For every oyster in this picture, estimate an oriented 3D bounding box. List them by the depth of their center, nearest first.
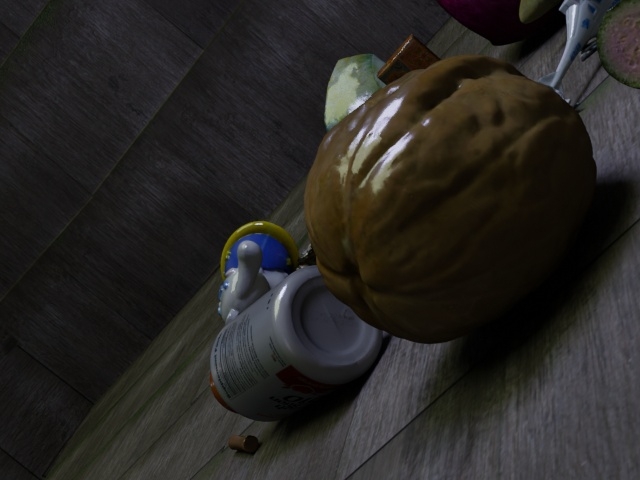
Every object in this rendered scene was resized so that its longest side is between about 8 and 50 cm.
[{"bbox_3d":[-0.003,0.009,2.314,0.148,0.051,0.103,-51,-10,-13],"label":"oyster"}]

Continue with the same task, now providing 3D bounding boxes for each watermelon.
[{"bbox_3d":[0.111,-0.205,2.274,0.193,0.232,0.310,-39,58,43],"label":"watermelon"}]

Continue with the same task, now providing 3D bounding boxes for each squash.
[{"bbox_3d":[0.377,-0.228,1.291,0.105,0.105,0.132,-45,-9,29],"label":"squash"}]

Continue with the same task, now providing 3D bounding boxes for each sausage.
[{"bbox_3d":[-0.115,0.298,1.691,0.026,0.026,0.116,-52,8,-17],"label":"sausage"}]

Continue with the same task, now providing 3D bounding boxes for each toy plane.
[{"bbox_3d":[0.352,-0.286,1.573,0.273,0.107,0.182,-55,4,-8],"label":"toy plane"}]

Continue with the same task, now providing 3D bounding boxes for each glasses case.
[{"bbox_3d":[0.183,-0.185,1.599,0.075,0.218,0.049,-47,9,15],"label":"glasses case"}]

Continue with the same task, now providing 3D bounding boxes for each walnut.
[{"bbox_3d":[0.130,-0.050,1.159,0.313,0.252,0.277,-43,4,-28],"label":"walnut"}]

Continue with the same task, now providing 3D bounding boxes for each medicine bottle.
[{"bbox_3d":[-0.050,0.151,1.539,0.157,0.157,0.289,-55,9,-35],"label":"medicine bottle"}]

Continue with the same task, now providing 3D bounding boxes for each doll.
[{"bbox_3d":[-0.131,0.112,2.320,0.242,0.160,0.311,-105,31,-65],"label":"doll"}]

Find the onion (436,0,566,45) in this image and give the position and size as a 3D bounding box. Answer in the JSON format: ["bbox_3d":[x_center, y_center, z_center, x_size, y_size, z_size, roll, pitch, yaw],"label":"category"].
[{"bbox_3d":[0.320,-0.585,2.016,0.398,0.420,0.398,-42,19,18],"label":"onion"}]

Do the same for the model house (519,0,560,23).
[{"bbox_3d":[0.393,-0.478,1.756,0.325,0.267,0.194,-61,-7,12],"label":"model house"}]
